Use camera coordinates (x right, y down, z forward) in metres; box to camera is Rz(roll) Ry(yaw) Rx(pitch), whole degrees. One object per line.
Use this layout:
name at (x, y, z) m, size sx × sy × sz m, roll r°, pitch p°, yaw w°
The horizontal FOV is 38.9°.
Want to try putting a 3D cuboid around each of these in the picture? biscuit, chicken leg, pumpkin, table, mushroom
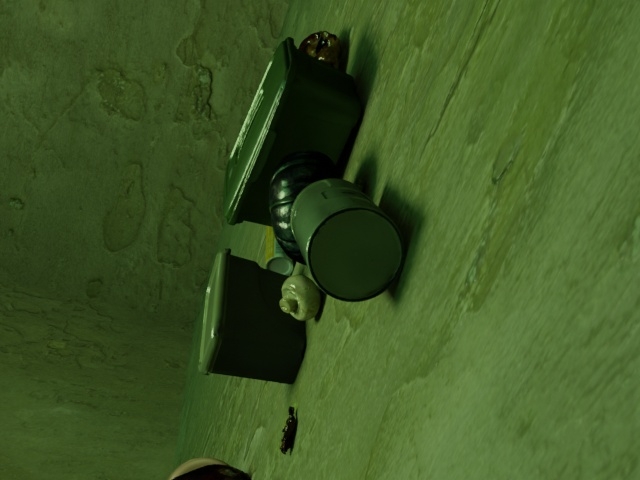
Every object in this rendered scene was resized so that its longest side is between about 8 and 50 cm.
biscuit at (-0.044, -0.292, 1.960) m, size 0.334 × 0.081 × 0.289 m, roll -68°, pitch 19°, yaw -6°
chicken leg at (-0.054, 0.325, 1.554) m, size 0.036 × 0.021 × 0.083 m, roll 106°, pitch 175°, yaw -71°
pumpkin at (-0.015, -0.052, 1.458) m, size 0.194 × 0.150 × 0.194 m, roll 15°, pitch -90°, yaw -90°
table at (0.031, -0.006, 1.232) m, size 0.220 × 0.126 × 0.126 m, roll -121°, pitch 45°, yaw -75°
mushroom at (-0.037, 0.101, 1.578) m, size 0.083 × 0.067 × 0.084 m, roll 30°, pitch 132°, yaw 40°

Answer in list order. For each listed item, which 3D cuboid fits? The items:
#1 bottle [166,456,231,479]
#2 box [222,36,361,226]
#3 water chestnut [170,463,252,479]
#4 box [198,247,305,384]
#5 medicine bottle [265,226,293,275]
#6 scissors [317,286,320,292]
bottle at (-0.269, 0.583, 1.942) m, size 0.297 × 0.173 × 0.206 m, roll 129°, pitch 150°, yaw -66°
box at (-0.055, -0.185, 1.704) m, size 0.253 × 0.177 × 0.329 m, roll -100°, pitch 33°, yaw -61°
water chestnut at (-0.185, 0.497, 1.584) m, size 0.238 × 0.223 × 0.224 m, roll -16°, pitch -48°, yaw -50°
box at (-0.128, 0.149, 1.720) m, size 0.274 × 0.178 × 0.138 m, roll -92°, pitch 19°, yaw -54°
medicine bottle at (-0.091, -0.012, 2.011) m, size 0.218 × 0.074 × 0.074 m, roll -92°, pitch 18°, yaw -50°
scissors at (0.000, 0.000, 1.679) m, size 0.248 × 0.017 × 0.144 m, roll -97°, pitch 22°, yaw -57°
